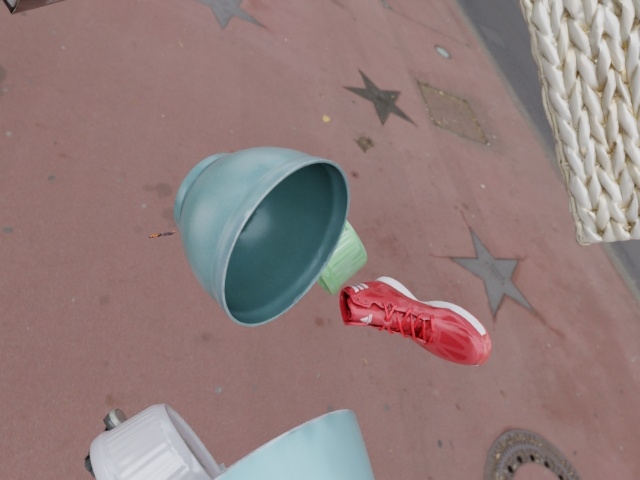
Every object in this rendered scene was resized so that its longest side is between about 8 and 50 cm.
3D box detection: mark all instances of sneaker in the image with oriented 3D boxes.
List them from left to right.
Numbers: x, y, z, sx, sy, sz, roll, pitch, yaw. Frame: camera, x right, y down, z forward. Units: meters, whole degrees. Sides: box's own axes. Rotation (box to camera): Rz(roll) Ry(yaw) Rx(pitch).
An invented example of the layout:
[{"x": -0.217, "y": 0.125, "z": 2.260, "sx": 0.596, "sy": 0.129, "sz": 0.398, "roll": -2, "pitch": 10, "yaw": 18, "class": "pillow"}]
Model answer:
[{"x": -0.477, "y": 0.466, "z": 0.955, "sx": 0.118, "sy": 0.222, "sz": 0.083, "roll": -29, "pitch": 59, "yaw": -30, "class": "sneaker"}, {"x": 0.110, "y": 0.120, "z": 0.591, "sx": 0.128, "sy": 0.086, "sz": 0.221, "roll": -4, "pitch": 15, "yaw": -38, "class": "sneaker"}]

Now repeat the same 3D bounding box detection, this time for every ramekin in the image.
[{"x": -0.268, "y": 0.417, "z": 0.753, "sx": 0.127, "sy": 0.273, "sz": 0.273, "roll": -37, "pitch": 78, "yaw": -20, "class": "ramekin"}, {"x": 0.000, "y": 0.000, "z": 1.239, "sx": 0.148, "sy": 0.303, "sz": 0.303, "roll": -37, "pitch": 77, "yaw": -8, "class": "ramekin"}]

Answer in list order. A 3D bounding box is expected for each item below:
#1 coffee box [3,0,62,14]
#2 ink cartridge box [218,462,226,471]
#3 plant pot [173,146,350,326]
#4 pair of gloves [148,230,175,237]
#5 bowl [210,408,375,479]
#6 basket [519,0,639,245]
[{"x": -0.413, "y": -0.487, "z": 0.553, "sx": 0.168, "sy": 0.119, "sz": 0.297, "roll": -42, "pitch": 120, "yaw": -33, "class": "coffee box"}, {"x": -0.221, "y": 0.582, "z": 0.979, "sx": 0.029, "sy": 0.115, "sz": 0.063, "roll": -13, "pitch": 26, "yaw": -30, "class": "ink cartridge box"}, {"x": -0.116, "y": -0.032, "z": 0.711, "sx": 0.196, "sy": 0.293, "sz": 0.293, "roll": 30, "pitch": 41, "yaw": 26, "class": "plant pot"}, {"x": -0.573, "y": -0.020, "z": 1.535, "sx": 0.083, "sy": 0.010, "sz": 0.074, "roll": -8, "pitch": 10, "yaw": 2, "class": "pair of gloves"}, {"x": -0.039, "y": 0.375, "z": 0.530, "sx": 0.312, "sy": 0.311, "sz": 0.163, "roll": -12, "pitch": 51, "yaw": -37, "class": "bowl"}, {"x": 0.426, "y": -0.204, "z": 0.488, "sx": 0.328, "sy": 0.267, "sz": 0.331, "roll": -36, "pitch": 110, "yaw": -47, "class": "basket"}]
